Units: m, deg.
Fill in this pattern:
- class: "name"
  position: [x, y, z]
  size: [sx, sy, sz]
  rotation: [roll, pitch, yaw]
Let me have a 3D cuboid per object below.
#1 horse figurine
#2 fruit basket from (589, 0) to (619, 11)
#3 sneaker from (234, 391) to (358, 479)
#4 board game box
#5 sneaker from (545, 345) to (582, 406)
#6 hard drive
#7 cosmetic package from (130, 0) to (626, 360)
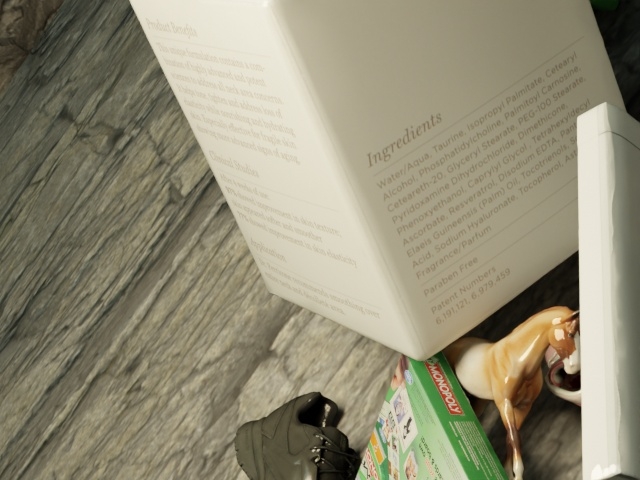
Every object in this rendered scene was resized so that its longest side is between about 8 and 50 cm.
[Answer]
- class: "horse figurine"
  position: [0.163, 0.153, 1.389]
  size: [0.263, 0.066, 0.175]
  rotation: [167, 110, -68]
- class: "fruit basket"
  position: [0.179, -0.372, 1.644]
  size: [0.327, 0.353, 0.165]
  rotation: [19, 93, 58]
- class: "sneaker"
  position: [-0.017, 0.275, 1.584]
  size: [0.130, 0.109, 0.286]
  rotation: [-39, 37, 17]
- class: "board game box"
  position: [0.115, 0.282, 1.340]
  size: [0.317, 0.046, 0.214]
  rotation: [-114, 34, -50]
- class: "sneaker"
  position: [0.242, 0.121, 1.385]
  size: [0.051, 0.070, 0.134]
  rotation: [-54, 31, 13]
- class: "hard drive"
  position: [0.300, 0.082, 1.181]
  size: [0.047, 0.233, 0.353]
  rotation: [-29, 42, 39]
- class: "cosmetic package"
  position: [0.070, -0.153, 1.459]
  size: [0.327, 0.394, 0.329]
  rotation: [-33, 26, -19]
